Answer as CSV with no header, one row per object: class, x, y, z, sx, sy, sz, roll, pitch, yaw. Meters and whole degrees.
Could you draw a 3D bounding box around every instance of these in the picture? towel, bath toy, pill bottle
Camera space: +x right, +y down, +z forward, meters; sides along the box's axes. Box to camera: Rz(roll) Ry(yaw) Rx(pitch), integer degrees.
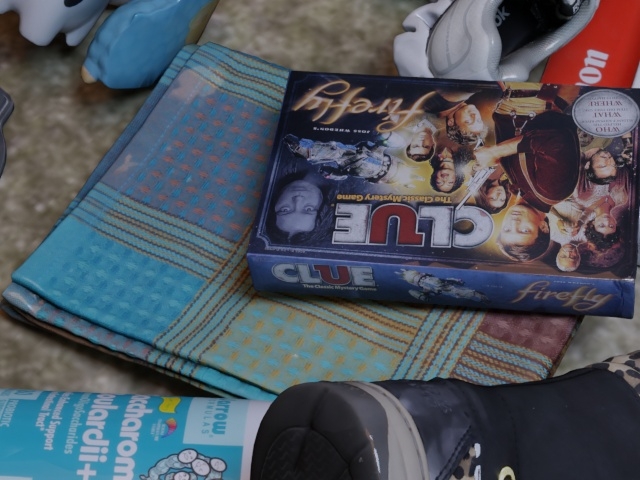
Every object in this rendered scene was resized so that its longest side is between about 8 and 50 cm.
towel,0.000,0.000,0.960,0.370,0.040,0.271,19,58,23
bath toy,-0.237,-0.264,1.082,0.348,0.129,0.151,37,21,7
pill bottle,-0.095,0.164,0.826,0.264,0.146,0.146,2,57,0

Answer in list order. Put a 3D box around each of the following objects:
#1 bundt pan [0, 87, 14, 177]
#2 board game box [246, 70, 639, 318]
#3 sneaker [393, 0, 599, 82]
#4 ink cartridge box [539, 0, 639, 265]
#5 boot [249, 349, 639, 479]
bundt pan,-0.397,-0.109,1.010,0.330,0.124,0.331,0,57,0
board game box,0.086,-0.035,0.926,0.243,0.042,0.165,4,53,10
sneaker,0.181,-0.208,1.041,0.110,0.118,0.292,42,76,-17
ink cartridge box,0.240,-0.114,1.064,0.239,0.060,0.275,19,59,9
boot,0.105,0.241,0.757,0.284,0.138,0.377,-8,95,-40
